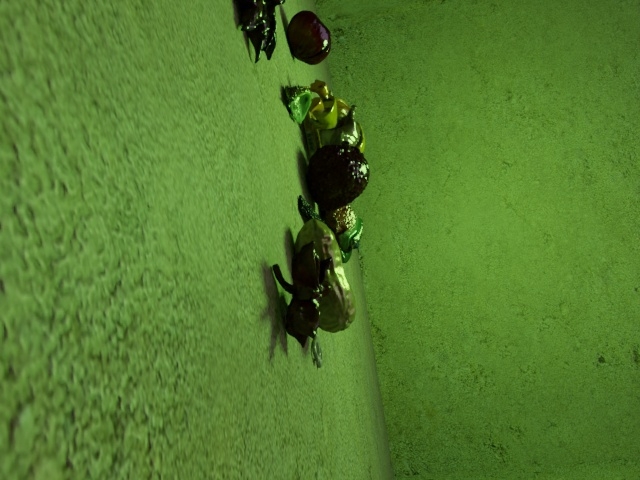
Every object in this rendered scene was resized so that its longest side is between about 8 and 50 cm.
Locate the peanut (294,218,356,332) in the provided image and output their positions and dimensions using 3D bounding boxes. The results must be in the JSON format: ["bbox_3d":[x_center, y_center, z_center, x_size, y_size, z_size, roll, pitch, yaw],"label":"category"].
[{"bbox_3d":[0.009,0.093,1.090,0.147,0.147,0.305,30,47,-79],"label":"peanut"}]

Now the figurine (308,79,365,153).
[{"bbox_3d":[0.049,-0.433,1.593,0.215,0.187,0.343,-61,142,-16],"label":"figurine"}]

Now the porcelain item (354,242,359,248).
[{"bbox_3d":[0.139,-0.022,2.123,0.147,0.114,0.147,-10,90,-83],"label":"porcelain item"}]

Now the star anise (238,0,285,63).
[{"bbox_3d":[-0.136,-0.560,0.977,0.272,0.103,0.271,-7,90,-79],"label":"star anise"}]

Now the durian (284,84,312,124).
[{"bbox_3d":[-0.076,-0.458,1.356,0.215,0.086,0.100,39,55,-80],"label":"durian"}]

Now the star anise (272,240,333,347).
[{"bbox_3d":[-0.031,0.120,0.882,0.196,0.111,0.212,43,45,-67],"label":"star anise"}]

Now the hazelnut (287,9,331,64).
[{"bbox_3d":[-0.053,-0.808,1.645,0.204,0.178,0.177,41,40,-69],"label":"hazelnut"}]

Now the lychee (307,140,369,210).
[{"bbox_3d":[0.061,-0.233,1.499,0.235,0.236,0.271,-89,-163,-49],"label":"lychee"}]

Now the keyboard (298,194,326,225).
[{"bbox_3d":[-0.020,-0.075,1.330,0.195,0.018,0.060,47,30,-52],"label":"keyboard"}]

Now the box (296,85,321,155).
[{"bbox_3d":[-0.044,-0.492,1.691,0.152,0.044,0.269,-76,156,-69],"label":"box"}]

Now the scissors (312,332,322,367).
[{"bbox_3d":[-0.012,0.261,1.169,0.100,0.015,0.188,70,11,-55],"label":"scissors"}]

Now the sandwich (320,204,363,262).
[{"bbox_3d":[0.094,-0.064,1.704,0.250,0.162,0.300,-24,102,-76],"label":"sandwich"}]

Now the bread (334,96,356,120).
[{"bbox_3d":[0.089,-0.649,2.237,0.270,0.196,0.142,45,30,-59],"label":"bread"}]
